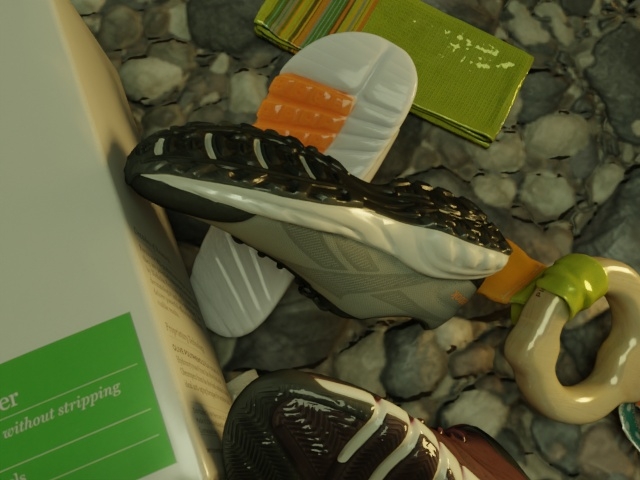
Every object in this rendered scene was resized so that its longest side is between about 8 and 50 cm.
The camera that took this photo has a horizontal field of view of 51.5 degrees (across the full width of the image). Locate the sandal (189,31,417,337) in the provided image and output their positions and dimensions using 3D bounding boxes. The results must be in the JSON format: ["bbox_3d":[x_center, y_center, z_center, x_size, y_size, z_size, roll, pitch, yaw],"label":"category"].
[{"bbox_3d":[-0.020,-0.045,0.539,0.102,0.076,0.265,35,100,9],"label":"sandal"}]

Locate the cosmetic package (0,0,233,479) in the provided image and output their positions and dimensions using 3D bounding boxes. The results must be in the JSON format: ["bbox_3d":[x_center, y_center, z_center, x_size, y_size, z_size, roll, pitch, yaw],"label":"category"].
[{"bbox_3d":[-0.202,0.021,0.449,0.196,0.155,0.366,-24,72,-3],"label":"cosmetic package"}]

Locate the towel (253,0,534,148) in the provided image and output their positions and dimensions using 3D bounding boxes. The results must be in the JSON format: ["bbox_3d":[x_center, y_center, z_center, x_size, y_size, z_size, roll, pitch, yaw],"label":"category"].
[{"bbox_3d":[0.066,-0.177,0.590,0.237,0.021,0.102,28,80,4],"label":"towel"}]

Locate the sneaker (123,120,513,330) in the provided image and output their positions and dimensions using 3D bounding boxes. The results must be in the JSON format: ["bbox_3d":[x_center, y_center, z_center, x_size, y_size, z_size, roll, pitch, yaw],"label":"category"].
[{"bbox_3d":[0.000,0.000,0.447,0.271,0.100,0.108,18,116,-21],"label":"sneaker"}]

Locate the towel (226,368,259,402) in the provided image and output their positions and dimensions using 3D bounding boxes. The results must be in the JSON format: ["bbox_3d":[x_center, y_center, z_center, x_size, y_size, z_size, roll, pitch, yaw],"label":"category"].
[{"bbox_3d":[-0.120,0.247,0.483,0.282,0.049,0.187,-32,82,-9],"label":"towel"}]

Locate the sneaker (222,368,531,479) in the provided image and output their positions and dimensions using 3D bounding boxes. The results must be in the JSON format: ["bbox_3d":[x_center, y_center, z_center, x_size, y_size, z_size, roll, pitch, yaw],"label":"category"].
[{"bbox_3d":[0.055,0.156,0.441,0.281,0.162,0.106,37,97,-14],"label":"sneaker"}]

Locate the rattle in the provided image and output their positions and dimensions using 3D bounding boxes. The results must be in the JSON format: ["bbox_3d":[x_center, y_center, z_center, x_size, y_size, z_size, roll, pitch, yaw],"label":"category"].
[{"bbox_3d":[0.198,0.088,0.535,0.199,0.142,0.130,33,69,-31],"label":"rattle"}]
